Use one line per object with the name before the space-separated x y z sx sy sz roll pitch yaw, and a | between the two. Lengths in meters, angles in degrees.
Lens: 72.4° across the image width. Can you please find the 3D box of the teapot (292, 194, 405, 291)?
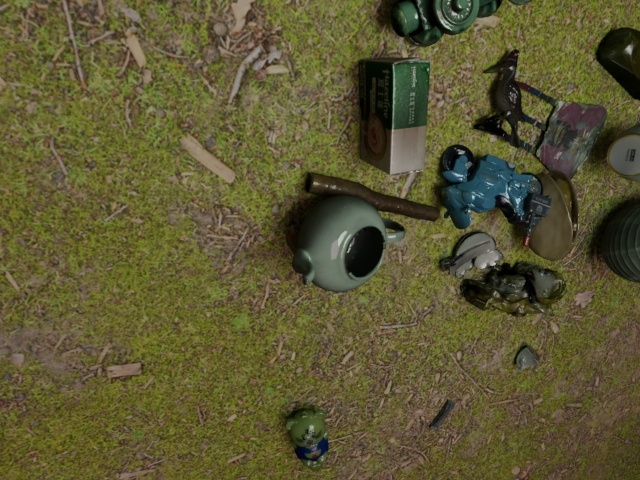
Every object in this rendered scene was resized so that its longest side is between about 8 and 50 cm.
teapot | 0.050 0.009 0.850 0.294 0.129 0.193 -20 118 -34

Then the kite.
kite | 0.548 -0.260 1.045 0.361 0.022 0.204 11 110 -26

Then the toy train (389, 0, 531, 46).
toy train | 0.242 -0.483 0.753 0.304 0.150 0.221 -28 110 -7

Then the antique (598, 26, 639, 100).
antique | 0.745 -0.409 1.024 0.221 0.080 0.081 20 106 -29

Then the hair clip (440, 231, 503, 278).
hair clip | 0.381 0.037 1.097 0.172 0.049 0.116 -24 125 -14

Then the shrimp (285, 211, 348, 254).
shrimp | -0.003 0.000 0.926 0.132 0.052 0.187 -54 129 -13

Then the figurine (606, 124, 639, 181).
figurine | 0.828 -0.221 1.088 0.263 0.189 0.142 -13 116 -33

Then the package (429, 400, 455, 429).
package | 0.375 0.537 1.342 0.037 0.015 0.110 25 103 -30

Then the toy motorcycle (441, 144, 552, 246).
toy motorcycle | 0.384 -0.096 0.982 0.272 0.123 0.182 18 84 -10

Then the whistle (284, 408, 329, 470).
whistle | -0.027 0.519 1.126 0.105 0.085 0.227 -12 118 -7

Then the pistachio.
pistachio | 0.567 -0.059 1.075 0.126 0.152 0.223 -11 98 -14

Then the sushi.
sushi | 0.525 0.129 1.150 0.291 0.139 0.131 1 105 -21

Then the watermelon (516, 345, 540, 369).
watermelon | 0.647 0.372 1.352 0.085 0.061 0.085 -8 108 -25

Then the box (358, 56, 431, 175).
box | 0.133 -0.235 0.817 0.081 0.135 0.199 -13 117 -16

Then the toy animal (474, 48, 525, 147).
toy animal | 0.399 -0.301 0.938 0.105 0.070 0.202 -4 106 -13

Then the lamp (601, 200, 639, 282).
lamp | 0.911 -0.002 1.203 0.233 0.233 0.265 38 89 -31

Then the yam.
yam | 0.120 -0.089 0.933 0.327 0.045 0.045 11 82 -27
